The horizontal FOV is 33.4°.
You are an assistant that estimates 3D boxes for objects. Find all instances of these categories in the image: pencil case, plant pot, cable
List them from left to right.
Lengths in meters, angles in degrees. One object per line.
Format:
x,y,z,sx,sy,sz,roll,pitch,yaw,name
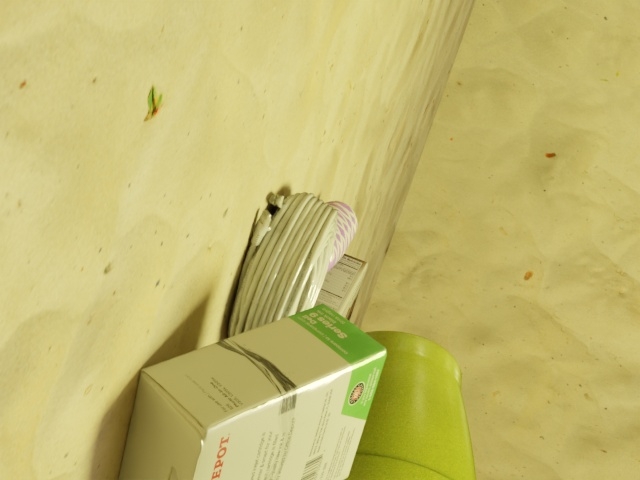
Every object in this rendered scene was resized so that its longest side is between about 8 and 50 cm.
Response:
-0.049,0.055,1.534,0.257,0.089,0.257,-36,146,-75,cable
0.000,0.000,1.753,0.088,0.086,0.206,-35,-176,24,pencil case
0.110,0.359,1.823,0.366,0.366,0.353,101,2,-50,plant pot

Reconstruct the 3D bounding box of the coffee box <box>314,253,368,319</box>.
-0.033,0.154,1.773,0.297,0.119,0.168,-58,167,-54,coffee box

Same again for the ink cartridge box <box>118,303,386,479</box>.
-0.080,0.218,1.242,0.289,0.121,0.211,-16,131,-44,ink cartridge box
